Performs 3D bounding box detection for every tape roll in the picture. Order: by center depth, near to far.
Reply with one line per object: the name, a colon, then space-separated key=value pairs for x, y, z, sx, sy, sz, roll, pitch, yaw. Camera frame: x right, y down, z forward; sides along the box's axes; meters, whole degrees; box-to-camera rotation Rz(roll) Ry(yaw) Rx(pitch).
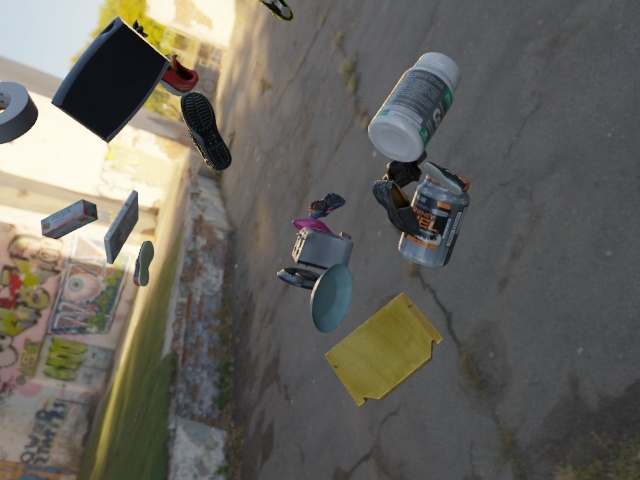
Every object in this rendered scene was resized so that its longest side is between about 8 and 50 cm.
tape roll: x=-0.997 y=-0.394 z=1.698 sx=0.072 sy=0.219 sz=0.219 roll=87 pitch=-175 yaw=-54

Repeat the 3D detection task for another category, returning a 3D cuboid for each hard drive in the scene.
hard drive: x=-0.482 y=-0.370 z=1.282 sx=0.255 sy=0.172 sz=0.054 roll=-54 pitch=34 yaw=-3

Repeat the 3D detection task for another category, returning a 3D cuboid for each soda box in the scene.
soda box: x=-0.799 y=-0.066 z=1.746 sx=0.183 sy=0.063 sz=0.058 roll=-22 pitch=68 yaw=16

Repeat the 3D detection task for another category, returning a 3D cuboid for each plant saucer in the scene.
plant saucer: x=0.021 y=0.154 z=1.499 sx=0.037 sy=0.195 sz=0.195 roll=13 pitch=85 yaw=33

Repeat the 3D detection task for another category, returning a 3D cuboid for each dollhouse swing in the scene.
dollhouse swing: x=0.245 y=0.403 z=1.921 sx=0.346 sy=0.305 sz=0.315 roll=-39 pitch=51 yaw=0

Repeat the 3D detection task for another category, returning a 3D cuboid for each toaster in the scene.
toaster: x=0.012 y=0.033 z=1.694 sx=0.168 sy=0.185 sz=0.110 roll=-131 pitch=57 yaw=-80

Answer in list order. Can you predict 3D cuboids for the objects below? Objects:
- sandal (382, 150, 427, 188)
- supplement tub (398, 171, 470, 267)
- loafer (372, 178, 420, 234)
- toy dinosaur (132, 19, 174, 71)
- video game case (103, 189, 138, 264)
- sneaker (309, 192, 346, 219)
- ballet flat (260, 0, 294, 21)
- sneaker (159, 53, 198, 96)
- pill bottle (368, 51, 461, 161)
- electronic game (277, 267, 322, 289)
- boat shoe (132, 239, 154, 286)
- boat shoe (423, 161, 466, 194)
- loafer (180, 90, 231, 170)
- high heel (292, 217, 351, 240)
sandal: x=0.349 y=-0.262 z=2.275 sx=0.446 sy=0.167 sz=0.107 roll=106 pitch=141 yaw=-76
supplement tub: x=0.405 y=-0.081 z=1.938 sx=0.194 sy=0.193 sz=0.316 roll=-120 pitch=42 yaw=-64
loafer: x=0.194 y=-0.078 z=1.330 sx=0.062 sy=0.170 sz=0.061 roll=-53 pitch=25 yaw=-21
toy dinosaur: x=-0.589 y=-0.527 z=1.637 sx=0.218 sy=0.164 sz=0.322 roll=-41 pitch=56 yaw=-8
video game case: x=-0.481 y=-0.030 z=1.335 sx=0.157 sy=0.019 sz=0.143 roll=125 pitch=168 yaw=-61
sneaker: x=0.028 y=-0.161 z=2.626 sx=0.083 sy=0.221 sz=0.087 roll=48 pitch=142 yaw=29
ballet flat: x=-0.162 y=-0.814 z=1.852 sx=0.077 sy=0.231 sz=0.077 roll=-47 pitch=57 yaw=12
sneaker: x=-0.517 y=-0.575 z=1.777 sx=0.118 sy=0.278 sz=0.108 roll=-22 pitch=63 yaw=37
pill bottle: x=0.332 y=-0.464 z=1.891 sx=0.361 sy=0.204 sz=0.204 roll=-57 pitch=14 yaw=-21
electronic game: x=-0.067 y=0.162 z=2.278 sx=0.229 sy=0.229 sz=0.048 roll=-142 pitch=64 yaw=-69
boat shoe: x=-0.518 y=0.066 z=1.599 sx=0.043 sy=0.049 sz=0.137 roll=6 pitch=89 yaw=39
boat shoe: x=0.335 y=-0.174 z=1.477 sx=0.038 sy=0.125 sz=0.046 roll=-52 pitch=-5 yaw=-22
loafer: x=-0.298 y=-0.269 z=1.389 sx=0.220 sy=0.080 sz=0.078 roll=68 pitch=156 yaw=4
high heel: x=0.000 y=0.000 z=2.076 sx=0.082 sy=0.243 sz=0.117 roll=-45 pitch=26 yaw=54
